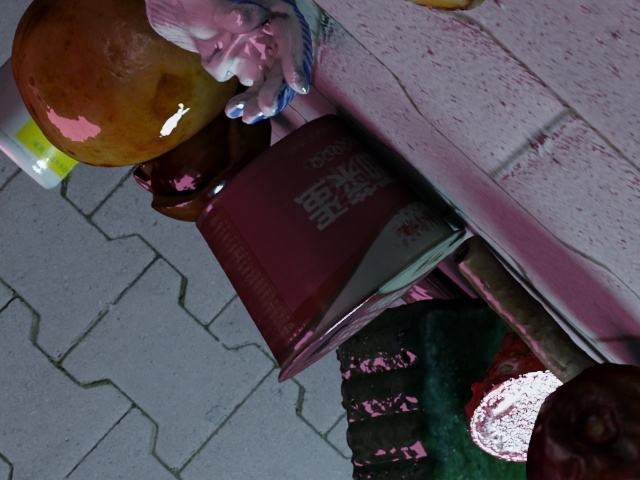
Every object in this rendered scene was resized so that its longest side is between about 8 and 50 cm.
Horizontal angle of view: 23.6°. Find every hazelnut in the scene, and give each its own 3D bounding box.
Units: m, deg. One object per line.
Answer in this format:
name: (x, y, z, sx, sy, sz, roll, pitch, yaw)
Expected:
hazelnut: (-0.142, -0.117, 1.875, 0.160, 0.170, 0.202, 21, -146, -20)

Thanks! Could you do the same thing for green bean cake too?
green bean cake: (0.180, 0.220, 1.796, 0.307, 0.300, 0.169, -1, 171, -39)

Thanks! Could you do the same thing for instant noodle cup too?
instant noodle cup: (0.000, 0.000, 1.503, 0.178, 0.234, 0.235, 51, 177, 7)

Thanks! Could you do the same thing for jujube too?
jujube: (0.275, 0.215, 1.338, 0.183, 0.183, 0.243, 39, 175, 40)

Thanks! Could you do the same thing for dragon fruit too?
dragon fruit: (0.226, 0.160, 1.676, 0.153, 0.153, 0.111, 45, -155, -35)

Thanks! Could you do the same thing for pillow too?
pillow: (0.163, 0.093, 1.963, 0.255, 0.059, 0.169, 41, 178, 11)

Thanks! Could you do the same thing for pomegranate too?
pomegranate: (-0.186, -0.182, 1.455, 0.215, 0.215, 0.215, 42, 176, 4)

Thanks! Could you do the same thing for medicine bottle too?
medicine bottle: (-0.279, -0.195, 1.777, 0.143, 0.258, 0.143, 41, 175, 4)

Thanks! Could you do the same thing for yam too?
yam: (0.250, 0.120, 1.496, 0.327, 0.045, 0.045, 45, -143, -13)

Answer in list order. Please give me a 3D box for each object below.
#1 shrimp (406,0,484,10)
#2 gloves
shrimp: (-0.020, -0.208, 0.714, 0.262, 0.051, 0.198, 38, 168, 17)
gloves: (-0.066, -0.164, 1.223, 0.119, 0.097, 0.229, 51, 179, -40)
